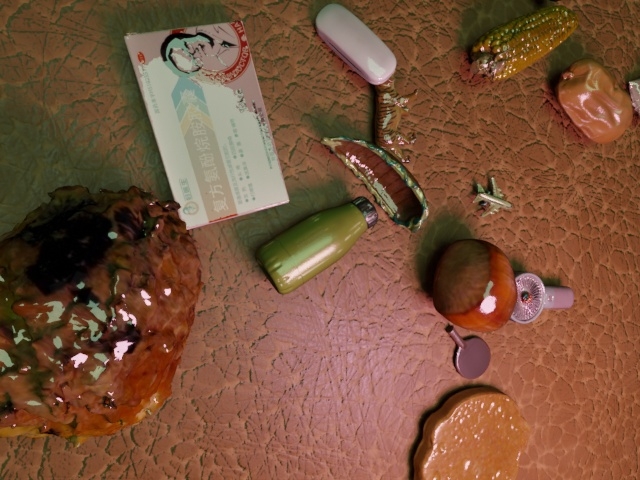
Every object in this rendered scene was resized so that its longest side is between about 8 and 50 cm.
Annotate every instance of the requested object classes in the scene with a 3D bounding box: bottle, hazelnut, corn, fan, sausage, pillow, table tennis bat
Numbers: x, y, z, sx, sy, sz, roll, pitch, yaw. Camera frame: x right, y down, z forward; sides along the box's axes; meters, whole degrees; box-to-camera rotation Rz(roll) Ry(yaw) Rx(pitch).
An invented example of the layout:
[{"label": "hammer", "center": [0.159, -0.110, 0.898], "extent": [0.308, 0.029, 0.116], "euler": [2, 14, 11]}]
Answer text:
[{"label": "bottle", "center": [0.000, 0.000, 0.839], "extent": [0.260, 0.112, 0.112], "euler": [-33, 103, -14]}, {"label": "hazelnut", "center": [0.360, 0.106, 0.934], "extent": [0.214, 0.176, 0.215], "euler": [2, 86, -24]}, {"label": "corn", "center": [0.481, -0.470, 0.970], "extent": [0.321, 0.119, 0.119], "euler": [-28, 102, -15]}, {"label": "fan", "center": [0.560, 0.145, 1.060], "extent": [0.244, 0.074, 0.130], "euler": [3, 92, -20]}, {"label": "sausage", "center": [0.701, -0.358, 1.049], "extent": [0.241, 0.120, 0.136], "euler": [38, 70, -17]}, {"label": "pillow", "center": [0.965, -0.419, 1.159], "extent": [0.181, 0.078, 0.134], "euler": [-28, 105, -18]}, {"label": "table tennis bat", "center": [0.388, 0.284, 0.988], "extent": [0.107, 0.119, 0.170], "euler": [-45, 107, -11]}]

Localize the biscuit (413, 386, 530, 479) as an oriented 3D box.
[{"label": "biscuit", "center": [0.378, 0.543, 1.034], "extent": [0.311, 0.057, 0.352], "euler": [21, 85, -18]}]

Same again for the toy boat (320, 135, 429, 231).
[{"label": "toy boat", "center": [0.126, -0.143, 0.880], "extent": [0.293, 0.108, 0.099], "euler": [41, 53, -16]}]

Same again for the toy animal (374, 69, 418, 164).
[{"label": "toy animal", "center": [0.161, -0.268, 0.911], "extent": [0.099, 0.057, 0.241], "euler": [1, 95, -12]}]

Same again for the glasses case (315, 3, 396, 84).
[{"label": "glasses case", "center": [0.073, -0.410, 0.853], "extent": [0.197, 0.049, 0.076], "euler": [42, 83, 0]}]

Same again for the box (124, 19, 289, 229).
[{"label": "box", "center": [-0.207, -0.216, 0.782], "extent": [0.214, 0.069, 0.354], "euler": [-17, 97, -17]}]

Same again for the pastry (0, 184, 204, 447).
[{"label": "pastry", "center": [-0.351, 0.109, 0.608], "extent": [0.292, 0.337, 0.405], "euler": [16, 87, 3]}]

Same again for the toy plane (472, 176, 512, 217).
[{"label": "toy plane", "center": [0.428, -0.101, 1.016], "extent": [0.111, 0.040, 0.103], "euler": [20, 89, -20]}]
